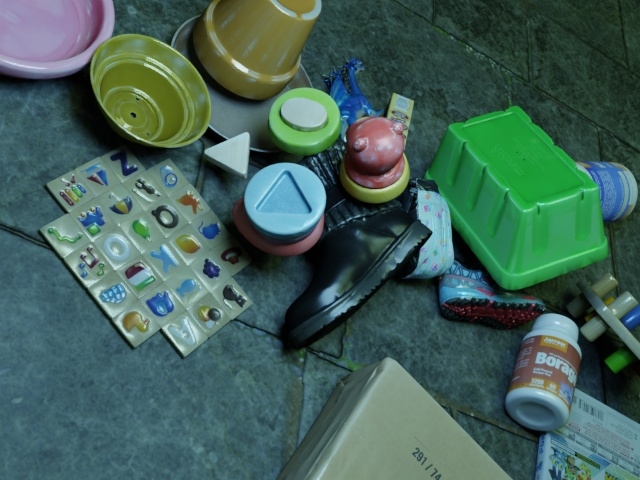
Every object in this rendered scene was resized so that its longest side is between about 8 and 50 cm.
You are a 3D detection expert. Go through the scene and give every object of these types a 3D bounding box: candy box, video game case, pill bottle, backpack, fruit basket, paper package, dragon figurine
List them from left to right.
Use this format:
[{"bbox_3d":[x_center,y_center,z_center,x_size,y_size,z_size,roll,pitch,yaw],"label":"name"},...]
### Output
[{"bbox_3d":[0.036,-0.264,1.743,0.144,0.085,0.289,42,42,-5],"label":"dragon figurine"},{"bbox_3d":[0.137,-0.199,1.737,0.053,0.109,0.187,19,40,-5],"label":"candy box"},{"bbox_3d":[0.108,0.403,1.328,0.325,0.168,0.309,46,47,-6],"label":"paper package"},{"bbox_3d":[0.183,-0.016,1.665,0.115,0.152,0.182,0,76,-24],"label":"backpack"},{"bbox_3d":[0.403,-0.041,1.786,0.282,0.392,0.392,-17,73,-15],"label":"fruit basket"},{"bbox_3d":[0.440,0.251,1.701,0.121,0.121,0.216,38,49,-13],"label":"pill bottle"},{"bbox_3d":[0.600,-0.108,2.029,0.272,0.152,0.152,-3,66,-39],"label":"pill bottle"},{"bbox_3d":[0.566,0.462,1.696,0.329,0.036,0.300,30,47,-9],"label":"video game case"}]

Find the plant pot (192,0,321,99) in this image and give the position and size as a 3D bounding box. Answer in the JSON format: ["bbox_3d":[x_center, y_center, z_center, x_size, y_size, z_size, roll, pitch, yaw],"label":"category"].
[{"bbox_3d":[-0.099,-0.393,1.583,0.205,0.188,0.205,19,53,-27],"label":"plant pot"}]

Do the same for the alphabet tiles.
[{"bbox_3d":[-0.268,0.011,1.395,0.342,0.011,0.285,51,45,0],"label":"alphabet tiles"}]

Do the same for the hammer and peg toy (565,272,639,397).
[{"bbox_3d":[0.679,0.242,1.834,0.361,0.127,0.266,47,12,-4],"label":"hammer and peg toy"}]

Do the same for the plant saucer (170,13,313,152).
[{"bbox_3d":[-0.149,-0.289,1.645,0.310,0.050,0.311,20,53,-28],"label":"plant saucer"}]

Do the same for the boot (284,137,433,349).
[{"bbox_3d":[0.000,0.001,1.516,0.260,0.131,0.348,44,60,9],"label":"boot"}]

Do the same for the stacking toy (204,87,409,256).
[{"bbox_3d":[-0.030,-0.148,1.448,0.309,0.130,0.279,-35,68,-16],"label":"stacking toy"}]

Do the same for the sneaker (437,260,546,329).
[{"bbox_3d":[0.346,0.096,1.746,0.261,0.104,0.125,13,53,-32],"label":"sneaker"}]

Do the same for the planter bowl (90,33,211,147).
[{"bbox_3d":[-0.299,-0.230,1.464,0.217,0.090,0.217,19,55,-29],"label":"planter bowl"}]

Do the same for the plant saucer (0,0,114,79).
[{"bbox_3d":[-0.504,-0.391,1.415,0.332,0.084,0.332,18,54,-27],"label":"plant saucer"}]
